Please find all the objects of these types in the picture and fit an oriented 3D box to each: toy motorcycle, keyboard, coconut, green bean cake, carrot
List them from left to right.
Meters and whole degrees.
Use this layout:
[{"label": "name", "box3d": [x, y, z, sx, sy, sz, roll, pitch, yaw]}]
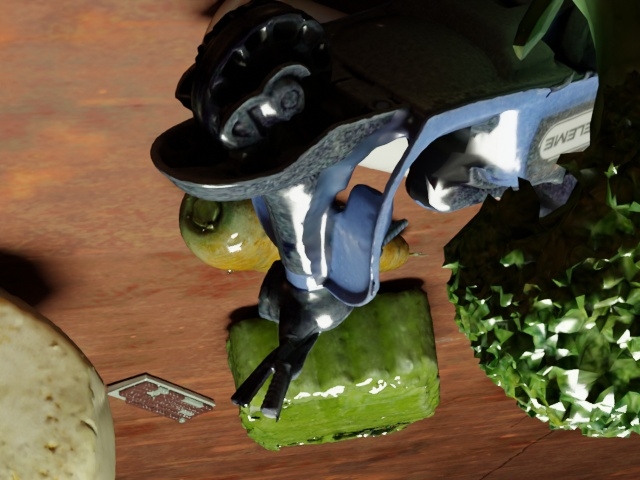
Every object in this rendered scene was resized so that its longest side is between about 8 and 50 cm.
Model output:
[{"label": "coconut", "box3d": [-0.326, 0.180, 1.043, 0.323, 0.323, 0.323, -10, 158, -4]}, {"label": "keyboard", "box3d": [-0.178, 0.180, 1.462, 0.055, 0.017, 0.166, -18, 157, 17]}, {"label": "carrot", "box3d": [0.000, 0.000, 1.049, 0.078, 0.078, 0.298, -25, 158, 31]}, {"label": "green bean cake", "box3d": [0.016, 0.133, 1.312, 0.214, 0.113, 0.200, -11, 159, 1]}, {"label": "toy motorcycle", "box3d": [0.065, -0.051, 0.707, 0.358, 0.125, 0.213, -19, 130, -34]}]

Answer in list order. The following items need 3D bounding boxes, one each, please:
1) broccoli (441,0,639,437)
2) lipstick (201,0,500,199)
[{"label": "broccoli", "box3d": [0.232, -0.065, 0.540, 0.413, 0.310, 0.321, -35, -171, -19]}, {"label": "lipstick", "box3d": [0.072, -0.082, 0.846, 0.327, 0.087, 0.087, 11, 150, -43]}]
